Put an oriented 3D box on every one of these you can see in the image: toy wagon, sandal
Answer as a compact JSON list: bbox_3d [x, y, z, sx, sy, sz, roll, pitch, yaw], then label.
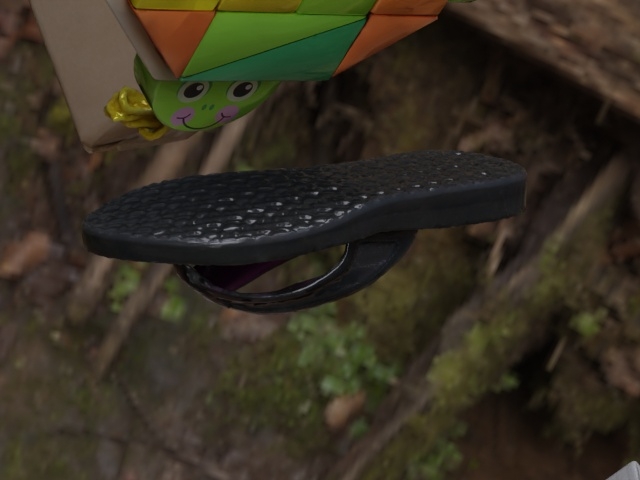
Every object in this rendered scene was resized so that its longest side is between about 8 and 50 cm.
[{"bbox_3d":[-0.007,-0.160,0.991,0.267,0.344,0.068,-4,51,-38],"label":"toy wagon"},{"bbox_3d":[0.003,0.000,1.706,0.445,0.107,0.167,-8,19,-35],"label":"sandal"}]

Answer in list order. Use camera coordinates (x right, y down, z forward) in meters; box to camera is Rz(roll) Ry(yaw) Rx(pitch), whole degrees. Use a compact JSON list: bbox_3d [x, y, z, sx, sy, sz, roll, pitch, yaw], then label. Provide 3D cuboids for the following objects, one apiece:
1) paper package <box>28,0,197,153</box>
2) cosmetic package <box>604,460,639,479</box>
[{"bbox_3d":[-0.141,-0.296,1.961,0.168,0.325,0.309,-10,74,-48],"label":"paper package"},{"bbox_3d":[0.247,0.328,1.885,0.117,0.231,0.085,50,12,-6],"label":"cosmetic package"}]
